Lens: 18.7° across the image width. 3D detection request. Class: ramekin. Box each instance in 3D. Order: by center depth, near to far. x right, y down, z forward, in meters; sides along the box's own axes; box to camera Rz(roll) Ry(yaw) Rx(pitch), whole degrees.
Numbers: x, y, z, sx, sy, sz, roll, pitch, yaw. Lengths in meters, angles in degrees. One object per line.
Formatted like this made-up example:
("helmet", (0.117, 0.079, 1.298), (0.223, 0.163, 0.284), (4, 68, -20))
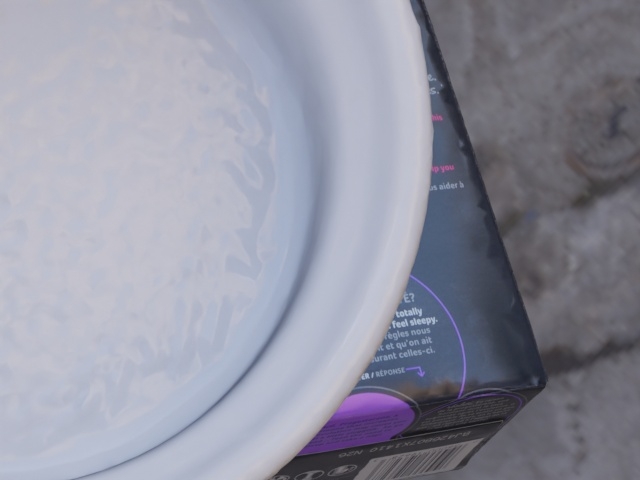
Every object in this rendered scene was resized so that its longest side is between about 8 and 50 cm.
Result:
("ramekin", (-0.108, -0.027, 0.658), (0.277, 0.277, 0.135), (-60, 1, -9))

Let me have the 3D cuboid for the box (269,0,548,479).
("box", (0.000, 0.000, 1.139), (0.143, 0.165, 0.270), (124, 135, -58))
